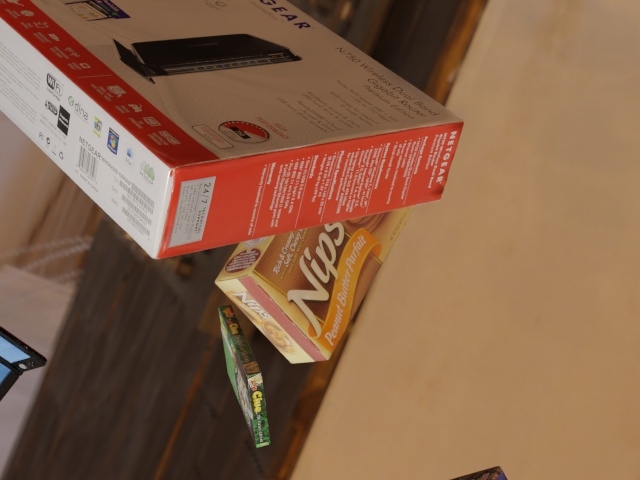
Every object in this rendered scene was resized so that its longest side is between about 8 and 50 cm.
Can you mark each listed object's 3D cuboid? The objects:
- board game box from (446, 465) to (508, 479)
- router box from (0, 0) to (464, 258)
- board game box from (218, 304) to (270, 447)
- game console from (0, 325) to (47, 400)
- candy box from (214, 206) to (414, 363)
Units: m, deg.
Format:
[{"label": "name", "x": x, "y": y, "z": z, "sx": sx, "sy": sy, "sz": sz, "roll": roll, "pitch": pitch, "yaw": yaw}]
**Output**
[{"label": "board game box", "x": 0.104, "y": 0.403, "z": 1.454, "sx": 0.232, "sy": 0.291, "sz": 0.141, "roll": 61, "pitch": -146, "yaw": -10}, {"label": "router box", "x": -0.100, "y": -0.126, "z": 1.173, "sx": 0.301, "sy": 0.082, "sz": 0.335, "roll": -13, "pitch": -141, "yaw": -39}, {"label": "board game box", "x": -0.129, "y": 0.223, "z": 2.287, "sx": 0.030, "sy": 0.136, "sz": 0.260, "roll": -13, "pitch": -154, "yaw": -9}, {"label": "game console", "x": -0.549, "y": 0.203, "z": 2.253, "sx": 0.124, "sy": 0.085, "sz": 0.144, "roll": -17, "pitch": 133, "yaw": 43}, {"label": "candy box", "x": 0.000, "y": 0.000, "z": 1.985, "sx": 0.087, "sy": 0.316, "sz": 0.183, "roll": -11, "pitch": 129, "yaw": 48}]
